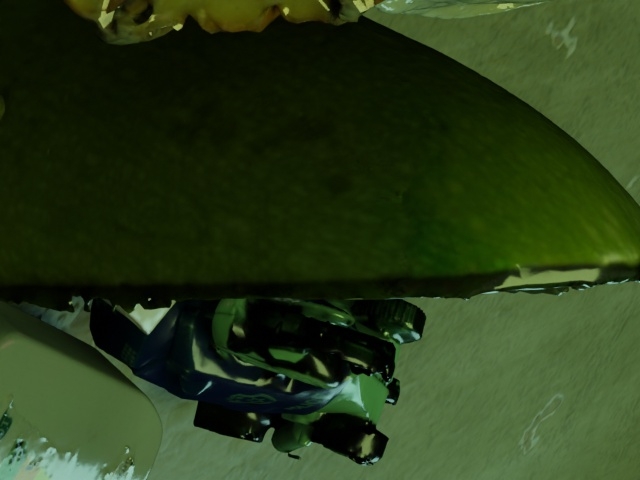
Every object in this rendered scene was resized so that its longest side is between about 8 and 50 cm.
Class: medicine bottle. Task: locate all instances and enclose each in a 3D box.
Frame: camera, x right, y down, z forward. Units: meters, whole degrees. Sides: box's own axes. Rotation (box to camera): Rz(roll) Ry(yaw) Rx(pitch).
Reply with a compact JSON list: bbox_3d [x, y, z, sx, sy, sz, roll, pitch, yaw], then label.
[{"bbox_3d":[-0.214,0.111,1.146,0.161,0.111,0.296,-51,151,0],"label":"medicine bottle"}]

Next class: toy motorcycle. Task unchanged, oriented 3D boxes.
[{"bbox_3d":[-0.040,0.066,1.283,0.331,0.196,0.125,69,39,-81],"label":"toy motorcycle"}]

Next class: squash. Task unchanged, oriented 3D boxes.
[{"bbox_3d":[0.000,0.000,0.909,0.233,0.309,0.210,0,120,-56],"label":"squash"}]

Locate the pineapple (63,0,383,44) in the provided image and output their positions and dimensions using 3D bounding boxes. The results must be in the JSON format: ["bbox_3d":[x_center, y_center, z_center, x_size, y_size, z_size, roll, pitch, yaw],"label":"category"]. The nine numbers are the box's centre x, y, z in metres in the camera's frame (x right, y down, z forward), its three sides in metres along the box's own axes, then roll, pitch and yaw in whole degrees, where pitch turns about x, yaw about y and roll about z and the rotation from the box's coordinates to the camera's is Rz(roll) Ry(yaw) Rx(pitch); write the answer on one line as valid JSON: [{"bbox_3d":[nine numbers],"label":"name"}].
[{"bbox_3d":[-0.118,-0.227,0.868,0.209,0.286,0.344,-35,115,11],"label":"pineapple"}]

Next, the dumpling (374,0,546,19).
[{"bbox_3d":[0.138,-0.209,1.376,0.252,0.131,0.179,-32,167,-21],"label":"dumpling"}]

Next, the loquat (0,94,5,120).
[{"bbox_3d":[-0.236,-0.070,0.845,0.149,0.204,0.172,-76,180,-72],"label":"loquat"}]

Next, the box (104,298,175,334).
[{"bbox_3d":[-0.117,-0.102,1.072,0.203,0.116,0.274,-51,150,-8],"label":"box"}]
